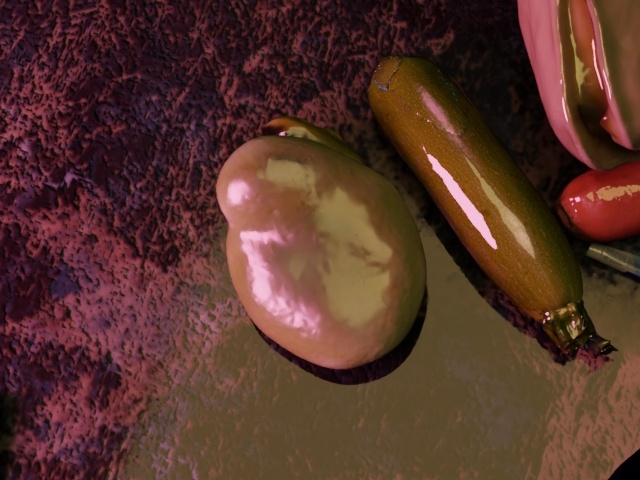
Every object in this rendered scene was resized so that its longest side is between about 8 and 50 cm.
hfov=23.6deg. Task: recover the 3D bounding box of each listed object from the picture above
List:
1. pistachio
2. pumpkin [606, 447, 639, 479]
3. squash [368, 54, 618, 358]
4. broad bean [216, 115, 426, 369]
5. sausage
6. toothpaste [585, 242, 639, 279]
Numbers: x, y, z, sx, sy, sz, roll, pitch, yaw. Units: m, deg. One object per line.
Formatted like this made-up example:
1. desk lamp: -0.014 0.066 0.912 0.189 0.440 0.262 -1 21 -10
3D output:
1. pistachio: 0.264 -0.202 1.298 0.208 0.226 0.332 -10 57 38
2. pumpkin: 0.339 0.297 1.120 0.363 0.266 0.363 -3 71 8
3. squash: 0.146 -0.032 1.328 0.087 0.087 0.331 -32 76 -5
4. broad bean: 0.000 0.000 1.328 0.169 0.100 0.228 -16 85 8
5. sausage: 0.297 -0.047 1.321 0.194 0.077 0.077 -14 73 0
6. toothpaste: 0.272 0.023 1.337 0.083 0.015 0.024 20 75 4
